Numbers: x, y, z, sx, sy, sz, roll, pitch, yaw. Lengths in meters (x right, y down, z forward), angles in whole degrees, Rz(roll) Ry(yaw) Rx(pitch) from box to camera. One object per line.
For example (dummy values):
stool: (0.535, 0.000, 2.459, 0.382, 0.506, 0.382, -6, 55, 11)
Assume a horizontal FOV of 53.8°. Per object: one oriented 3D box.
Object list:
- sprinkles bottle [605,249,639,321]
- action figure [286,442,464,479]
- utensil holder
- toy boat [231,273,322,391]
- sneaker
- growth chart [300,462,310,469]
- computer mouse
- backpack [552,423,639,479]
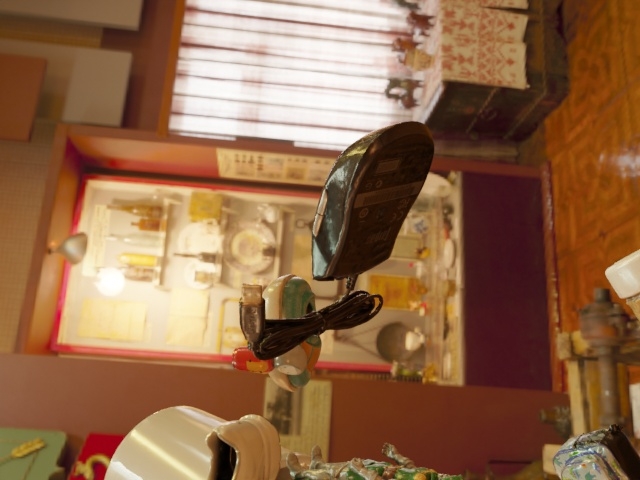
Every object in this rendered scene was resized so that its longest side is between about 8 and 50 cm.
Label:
sprinkles bottle: (0.549, 0.165, 0.880, 0.355, 0.121, 0.121, 62, 167, 13)
action figure: (0.065, 0.278, 0.737, 0.137, 0.232, 0.063, 3, -98, -50)
utensil holder: (-0.202, 0.529, 1.249, 0.386, 0.328, 0.327, 6, 92, 46)
toy boat: (-0.067, 0.219, 1.364, 0.318, 0.148, 0.267, -30, -63, -73)
sneaker: (-0.120, 0.407, 0.915, 0.129, 0.111, 0.297, 25, -131, -57)
growth chart: (0.066, 0.417, 0.983, 0.021, 0.172, 0.237, -62, 28, -3)
computer mouse: (0.000, 0.000, 0.594, 0.060, 0.184, 0.262, 47, 140, 34)
backpack: (0.392, 0.330, 0.898, 0.105, 0.084, 0.114, 56, 146, 6)
